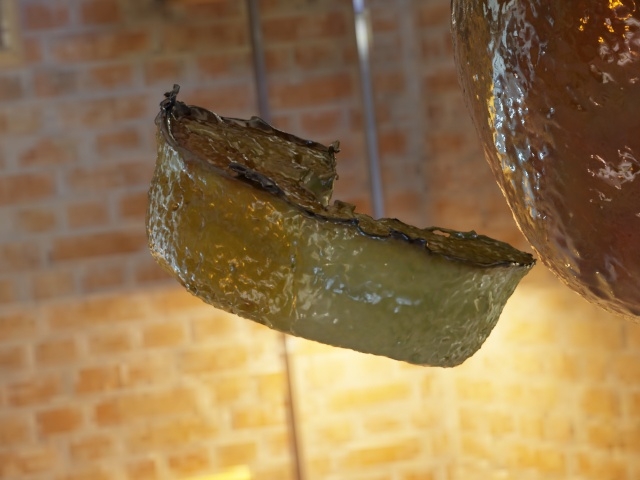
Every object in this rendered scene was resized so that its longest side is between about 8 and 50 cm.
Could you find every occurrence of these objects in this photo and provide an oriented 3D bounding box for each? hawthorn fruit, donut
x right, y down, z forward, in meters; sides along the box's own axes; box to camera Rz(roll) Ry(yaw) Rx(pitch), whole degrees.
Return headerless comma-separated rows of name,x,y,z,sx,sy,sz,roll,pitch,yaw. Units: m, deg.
hawthorn fruit,0.311,-0.151,1.291,0.471,0.472,0.472,-6,-177,0
donut,-0.006,-0.001,0.826,0.181,0.078,0.146,31,-166,39
